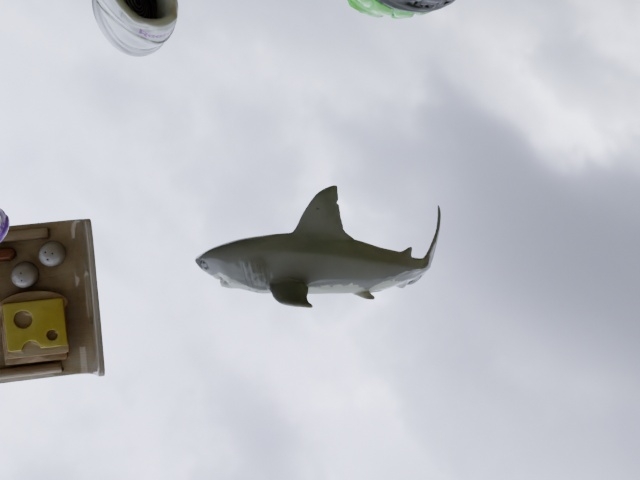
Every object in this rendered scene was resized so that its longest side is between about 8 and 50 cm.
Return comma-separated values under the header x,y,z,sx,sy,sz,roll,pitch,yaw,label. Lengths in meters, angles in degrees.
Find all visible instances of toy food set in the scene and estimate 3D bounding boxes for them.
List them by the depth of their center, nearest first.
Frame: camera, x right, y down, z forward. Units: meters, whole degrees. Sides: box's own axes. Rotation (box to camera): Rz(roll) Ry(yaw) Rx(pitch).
x,y,z,sx,sy,sz,roll,pitch,yaw,label
-0.451,0.094,1.231,0.305,0.220,0.092,-6,-176,-9,toy food set

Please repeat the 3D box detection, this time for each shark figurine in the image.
x,y,z,sx,sy,sz,roll,pitch,yaw,label
0.028,0.002,0.922,0.278,0.116,0.166,-1,-172,-22,shark figurine

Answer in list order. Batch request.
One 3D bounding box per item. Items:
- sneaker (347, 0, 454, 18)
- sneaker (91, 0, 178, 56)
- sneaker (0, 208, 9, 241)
x,y,z,sx,sy,sz,roll,pitch,yaw,label
0.060,-0.298,0.644,0.482,0.202,0.185,13,-114,-65,sneaker
-0.231,-0.362,1.023,0.114,0.305,0.152,-28,-165,-18,sneaker
-0.288,-0.009,0.628,0.169,0.071,0.068,2,-114,26,sneaker
